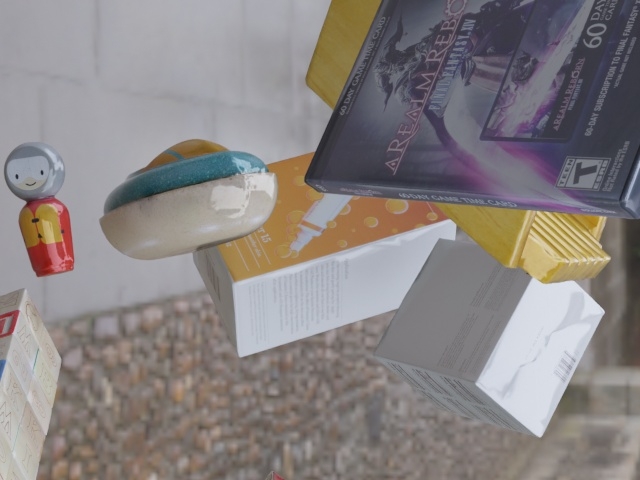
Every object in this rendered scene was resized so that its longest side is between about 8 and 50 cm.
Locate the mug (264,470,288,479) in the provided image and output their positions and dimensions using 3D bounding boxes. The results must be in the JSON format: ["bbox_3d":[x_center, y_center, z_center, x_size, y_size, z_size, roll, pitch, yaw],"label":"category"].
[{"bbox_3d":[0.008,0.313,1.387,0.150,0.169,0.113,120,-11,-64],"label":"mug"}]

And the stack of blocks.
[{"bbox_3d":[-0.332,0.171,1.205,0.297,0.171,0.087,-98,168,-64],"label":"stack of blocks"}]

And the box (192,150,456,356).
[{"bbox_3d":[0.000,0.000,2.098,0.168,0.345,0.215,90,-22,-46],"label":"box"}]

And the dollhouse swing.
[{"bbox_3d":[0.197,-0.181,1.205,0.305,0.315,0.347,-50,164,13],"label":"dollhouse swing"}]

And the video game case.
[{"bbox_3d":[0.121,-0.112,0.910,0.026,0.274,0.196,35,71,-39],"label":"video game case"}]

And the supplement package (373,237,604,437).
[{"bbox_3d":[0.219,0.123,1.839,0.149,0.203,0.194,41,72,-33],"label":"supplement package"}]

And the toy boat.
[{"bbox_3d":[-0.207,-0.054,1.627,0.318,0.267,0.148,-10,87,-37],"label":"toy boat"}]
